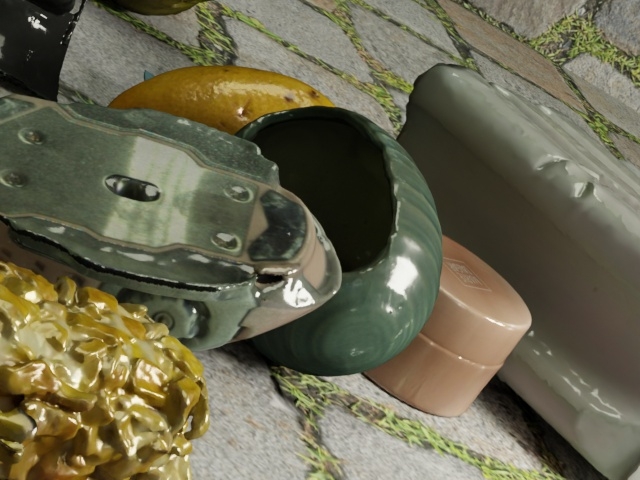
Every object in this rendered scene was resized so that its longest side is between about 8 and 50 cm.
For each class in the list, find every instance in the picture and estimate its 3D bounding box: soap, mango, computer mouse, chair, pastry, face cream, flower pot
[{"bbox_3d":[0.271,0.042,1.607,0.435,0.213,0.350,45,19,29],"label":"soap"},{"bbox_3d":[-0.085,-0.080,1.428,0.227,0.147,0.109,4,27,-18],"label":"mango"},{"bbox_3d":[-0.177,-0.007,1.132,0.389,0.115,0.199,16,32,-2],"label":"computer mouse"},{"bbox_3d":[-0.292,-0.235,1.516,0.140,0.221,0.145,23,-21,-30],"label":"chair"},{"bbox_3d":[-0.173,0.080,0.914,0.250,0.102,0.154,17,37,-47],"label":"pastry"},{"bbox_3d":[0.096,0.068,1.418,0.149,0.104,0.149,31,19,-12],"label":"face cream"},{"bbox_3d":[0.000,0.000,1.290,0.189,0.157,0.243,-11,47,-5],"label":"flower pot"}]

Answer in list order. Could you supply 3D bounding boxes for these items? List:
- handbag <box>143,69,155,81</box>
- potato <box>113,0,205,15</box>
[{"bbox_3d":[-0.086,-0.081,1.569,0.221,0.057,0.144,29,14,-16],"label":"handbag"},{"bbox_3d":[-0.226,-0.379,1.853,0.351,0.202,0.218,28,26,22],"label":"potato"}]
